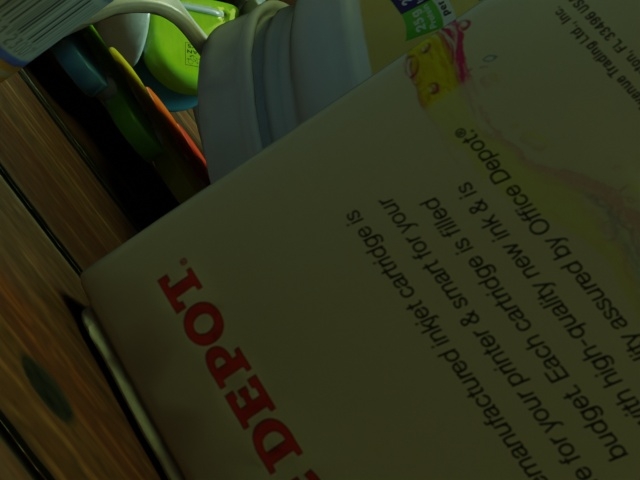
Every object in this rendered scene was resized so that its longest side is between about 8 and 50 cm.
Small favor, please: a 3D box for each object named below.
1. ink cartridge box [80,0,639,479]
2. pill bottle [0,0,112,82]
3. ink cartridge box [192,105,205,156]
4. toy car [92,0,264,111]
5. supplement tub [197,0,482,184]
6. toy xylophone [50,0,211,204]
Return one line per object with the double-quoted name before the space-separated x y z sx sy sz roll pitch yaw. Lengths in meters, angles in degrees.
"ink cartridge box" 0.094 0.029 0.404 0.201 0.278 0.117 56 0 27
"pill bottle" -0.058 -0.180 0.401 0.152 0.272 0.152 54 2 -3
"ink cartridge box" -0.008 -0.054 1.167 0.273 0.114 0.197 53 15 -50
"toy car" -0.122 -0.189 1.040 0.136 0.159 0.182 -45 -135 52
"supplement tub" 0.129 -0.069 0.638 0.241 0.331 0.241 -17 90 -73
"toy xylophone" -0.093 -0.091 0.773 0.323 0.081 0.236 52 3 -41
